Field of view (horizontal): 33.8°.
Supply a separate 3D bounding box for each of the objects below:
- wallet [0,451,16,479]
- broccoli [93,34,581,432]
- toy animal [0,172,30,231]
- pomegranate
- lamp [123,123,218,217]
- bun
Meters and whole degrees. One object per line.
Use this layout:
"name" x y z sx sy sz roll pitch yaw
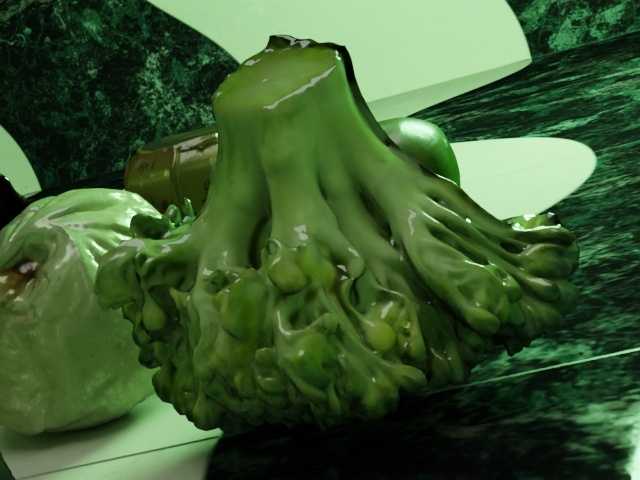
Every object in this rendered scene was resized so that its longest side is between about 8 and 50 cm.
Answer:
"wallet" -0.291 0.195 0.605 0.245 0.052 0.168 -25 32 -22
"broccoli" 0.000 0.000 0.675 0.288 0.245 0.248 -24 22 -10
"toy animal" -0.369 0.045 1.074 0.302 0.194 0.344 -12 9 37
"pomegranate" 0.076 -0.049 1.113 0.152 0.131 0.191 -10 35 4
"lamp" -0.099 -0.011 0.990 0.161 0.185 0.161 -14 13 3
"bun" -0.213 0.050 0.854 0.220 0.134 0.220 -12 53 17
